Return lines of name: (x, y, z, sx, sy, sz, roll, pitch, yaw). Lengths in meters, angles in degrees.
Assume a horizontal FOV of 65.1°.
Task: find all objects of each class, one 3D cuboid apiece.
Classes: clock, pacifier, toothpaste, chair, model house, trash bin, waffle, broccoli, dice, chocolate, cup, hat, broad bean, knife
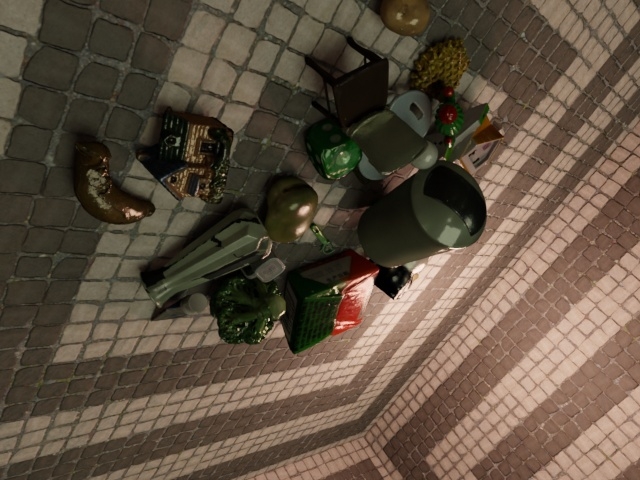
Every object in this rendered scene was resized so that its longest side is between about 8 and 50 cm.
clock: (0.483, -0.327, 1.736, 0.309, 0.166, 0.235, -39, 147, 13)
pacifier: (0.244, -0.290, 1.466, 0.299, 0.233, 0.244, -53, 145, 8)
toothpaste: (-0.420, 0.210, 1.501, 0.096, 0.061, 0.266, -5, 166, -39)
chair: (0.110, -0.332, 1.222, 0.160, 0.319, 0.186, -30, 145, -15)
model house: (-0.313, -0.193, 1.130, 0.172, 0.166, 0.183, 1, 118, -40)
trash bin: (0.328, -0.073, 1.633, 0.280, 0.280, 0.432, -19, 174, -28)
waffle: (0.357, -0.498, 1.494, 0.193, 0.070, 0.197, -16, 140, -31)
broccoli: (-0.220, 0.206, 1.608, 0.270, 0.270, 0.270, -1, 175, -43)
dice: (0.035, -0.260, 1.417, 0.131, 0.120, 0.128, -30, 147, -10)
chocolate: (0.020, 0.231, 1.934, 0.341, 0.161, 0.360, -19, 142, -28)
cup: (-0.195, 0.060, 1.563, 0.128, 0.129, 0.095, -36, 140, 0)
hat: (0.117, -0.240, 1.576, 0.146, 0.067, 0.146, 2, 87, -51)
broad bean: (-0.091, -0.090, 1.518, 0.189, 0.121, 0.263, -30, 160, -23)
knife: (0.000, -0.001, 1.779, 0.054, 0.015, 0.212, -32, 147, 2)

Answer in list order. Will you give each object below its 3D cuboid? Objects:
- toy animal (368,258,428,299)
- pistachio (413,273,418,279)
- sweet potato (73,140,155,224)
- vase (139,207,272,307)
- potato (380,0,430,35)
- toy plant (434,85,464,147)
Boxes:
toy animal: (0.301, 0.091, 2.013, 0.267, 0.212, 0.212, -55, 147, -5)
pistachio: (0.347, 0.136, 2.191, 0.145, 0.117, 0.200, -16, 174, 41)
sweet potato: (-0.478, -0.111, 1.119, 0.124, 0.098, 0.310, -40, 150, -12)
vase: (-0.319, 0.051, 1.414, 0.360, 0.165, 0.165, -30, 145, -8)
potato: (0.214, -0.565, 1.251, 0.147, 0.112, 0.112, -4, 133, -32)
toy plant: (0.382, -0.378, 1.490, 0.088, 0.155, 0.240, 2, 162, 18)
